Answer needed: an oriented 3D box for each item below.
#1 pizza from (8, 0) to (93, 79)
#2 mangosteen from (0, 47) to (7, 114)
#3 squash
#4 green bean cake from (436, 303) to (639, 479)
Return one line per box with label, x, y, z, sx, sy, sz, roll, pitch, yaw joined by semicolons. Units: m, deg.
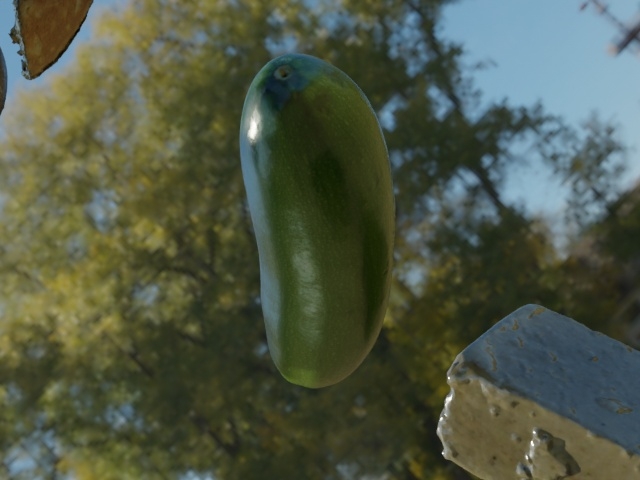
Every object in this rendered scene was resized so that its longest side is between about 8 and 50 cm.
pizza;-0.204;-0.166;1.009;0.083;0.025;0.078;-54;-28;-14
mangosteen;-0.414;-0.142;1.400;0.194;0.194;0.230;-34;-36;-43
squash;0.002;0.000;0.784;0.082;0.082;0.292;-40;-27;-22
green bean cake;0.174;0.122;0.883;0.109;0.179;0.085;-32;-39;-49
